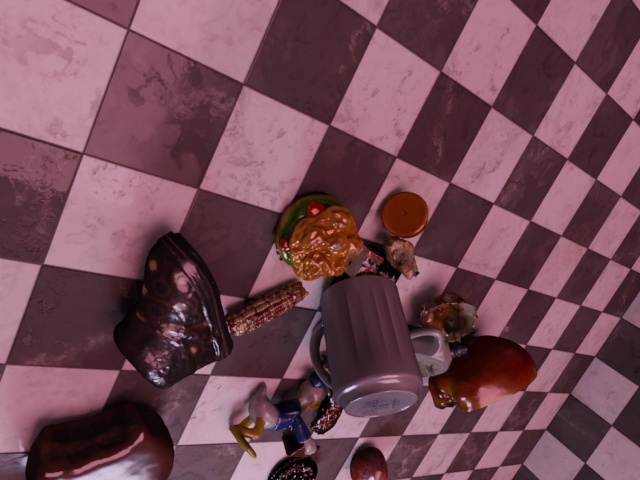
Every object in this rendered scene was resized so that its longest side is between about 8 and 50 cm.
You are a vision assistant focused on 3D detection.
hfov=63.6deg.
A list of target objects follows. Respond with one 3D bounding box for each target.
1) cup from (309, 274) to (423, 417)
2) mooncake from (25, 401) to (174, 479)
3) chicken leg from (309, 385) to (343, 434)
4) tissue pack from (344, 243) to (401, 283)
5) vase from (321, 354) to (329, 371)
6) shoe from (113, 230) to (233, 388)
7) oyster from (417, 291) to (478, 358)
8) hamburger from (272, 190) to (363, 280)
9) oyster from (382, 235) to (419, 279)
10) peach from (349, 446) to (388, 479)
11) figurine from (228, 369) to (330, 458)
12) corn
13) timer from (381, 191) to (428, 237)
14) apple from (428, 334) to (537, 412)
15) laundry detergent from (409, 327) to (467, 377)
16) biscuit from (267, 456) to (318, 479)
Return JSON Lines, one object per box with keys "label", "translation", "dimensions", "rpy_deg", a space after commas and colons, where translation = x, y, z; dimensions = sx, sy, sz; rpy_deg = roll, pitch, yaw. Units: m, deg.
{"label": "cup", "translation": [0.102, 0.310, 1.431], "dimensions": [0.323, 0.326, 0.237], "rpy_deg": [-33, 139, 30]}
{"label": "mooncake", "translation": [-0.542, 0.538, 1.251], "dimensions": [0.326, 0.174, 0.333], "rpy_deg": [-40, 129, -10]}
{"label": "chicken leg", "translation": [0.028, 0.547, 1.727], "dimensions": [0.106, 0.051, 0.253], "rpy_deg": [-5, 116, -26]}
{"label": "tissue pack", "translation": [0.152, 0.081, 1.503], "dimensions": [0.170, 0.090, 0.103], "rpy_deg": [26, 97, -42]}
{"label": "vase", "translation": [0.091, 0.351, 1.617], "dimensions": [0.183, 0.120, 0.120], "rpy_deg": [-23, 129, -3]}
{"label": "shoe", "translation": [-0.349, 0.170, 1.163], "dimensions": [0.237, 0.171, 0.383], "rpy_deg": [-28, 137, -23]}
{"label": "oyster", "translation": [0.446, 0.291, 1.769], "dimensions": [0.133, 0.198, 0.337], "rpy_deg": [-62, 149, -35]}
{"label": "hamburger", "translation": [0.000, 0.000, 1.315], "dimensions": [0.237, 0.149, 0.237], "rpy_deg": [-16, 126, -24]}
{"label": "oyster", "translation": [0.245, 0.050, 1.478], "dimensions": [0.081, 0.191, 0.163], "rpy_deg": [-36, 125, 23]}
{"label": "peach", "translation": [0.188, 0.859, 1.975], "dimensions": [0.152, 0.152, 0.152], "rpy_deg": [-17, 125, -26]}
{"label": "figurine", "translation": [-0.077, 0.533, 1.559], "dimensions": [0.338, 0.205, 0.283], "rpy_deg": [-43, 107, -22]}
{"label": "corn", "translation": [-0.141, 0.175, 1.374], "dimensions": [0.237, 0.079, 0.079], "rpy_deg": [-28, 129, -20]}
{"label": "timer", "translation": [0.255, -0.056, 1.492], "dimensions": [0.132, 0.132, 0.152], "rpy_deg": [-50, 156, 1]}
{"label": "apple", "translation": [0.580, 0.503, 1.894], "dimensions": [0.365, 0.295, 0.328], "rpy_deg": [-17, 135, -33]}
{"label": "laundry detergent", "translation": [0.336, 0.365, 1.700], "dimensions": [0.281, 0.105, 0.214], "rpy_deg": [-14, 127, 18]}
{"label": "biscuit", "translation": [-0.098, 0.830, 1.805], "dimensions": [0.195, 0.053, 0.194], "rpy_deg": [-17, 125, -25]}
